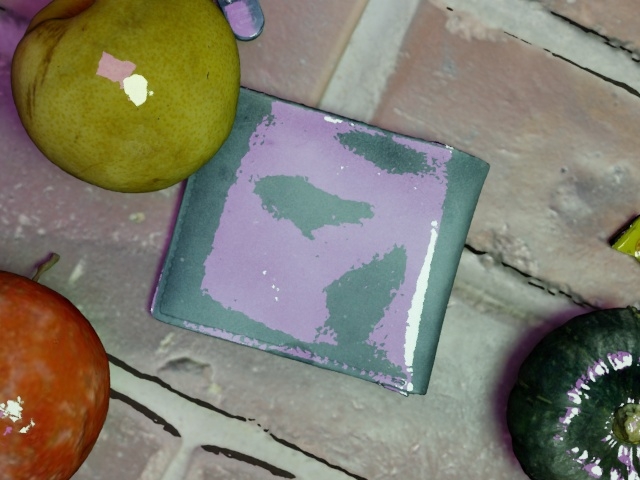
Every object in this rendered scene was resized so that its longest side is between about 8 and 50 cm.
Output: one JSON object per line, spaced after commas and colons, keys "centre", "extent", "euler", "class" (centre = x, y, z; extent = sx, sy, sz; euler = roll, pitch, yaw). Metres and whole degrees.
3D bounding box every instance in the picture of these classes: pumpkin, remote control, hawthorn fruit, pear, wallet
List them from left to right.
{"centre": [-0.301, 0.114, 1.213], "extent": [0.242, 0.242, 0.272], "euler": [28, 59, -4], "class": "hawthorn fruit"}
{"centre": [-0.171, -0.142, 1.206], "extent": [0.208, 0.209, 0.209], "euler": [0, 92, -4], "class": "pear"}
{"centre": [-0.095, -0.268, 1.293], "extent": [0.043, 0.027, 0.153], "euler": [-20, 91, 3], "class": "remote control"}
{"centre": [0.000, 0.000, 1.294], "extent": [0.290, 0.054, 0.251], "euler": [15, 89, -3], "class": "wallet"}
{"centre": [0.287, 0.170, 1.268], "extent": [0.211, 0.152, 0.212], "euler": [-1, 107, -2], "class": "pumpkin"}

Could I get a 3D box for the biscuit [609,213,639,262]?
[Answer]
{"centre": [0.416, 0.079, 1.339], "extent": [0.292, 0.026, 0.048], "euler": [40, 108, -4], "class": "biscuit"}
